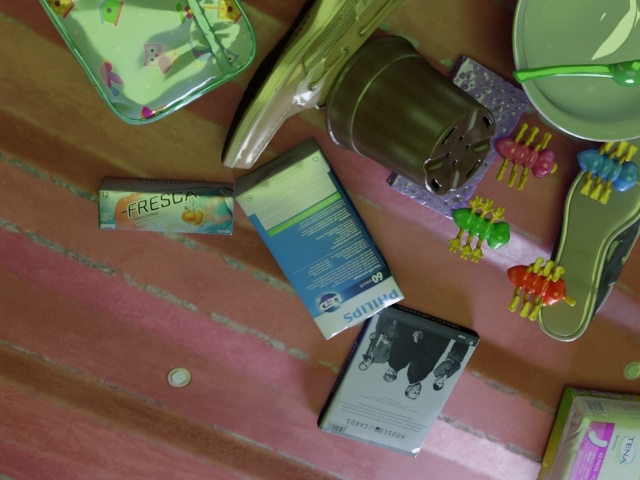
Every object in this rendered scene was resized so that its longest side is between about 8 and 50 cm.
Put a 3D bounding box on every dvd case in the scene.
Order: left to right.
[{"bbox_3d":[0.121,0.222,1.340,0.179,0.029,0.238,20,109,-15],"label":"dvd case"}]

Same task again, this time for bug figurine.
[{"bbox_3d":[0.312,-0.040,1.189,0.216,0.072,0.279,28,106,-1],"label":"bug figurine"}]

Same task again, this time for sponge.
[{"bbox_3d":[0.195,-0.142,1.199,0.117,0.031,0.210,25,106,-17],"label":"sponge"}]

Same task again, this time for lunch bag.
[{"bbox_3d":[-0.214,-0.303,1.039,0.224,0.108,0.279,-26,113,4],"label":"lunch bag"}]

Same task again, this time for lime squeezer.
[{"bbox_3d":[0.392,-0.260,1.029,0.310,0.059,0.110,-39,80,10],"label":"lime squeezer"}]

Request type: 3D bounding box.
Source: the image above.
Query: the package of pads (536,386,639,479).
[{"bbox_3d":[0.493,0.399,1.421,0.229,0.101,0.296,7,112,-9],"label":"package of pads"}]

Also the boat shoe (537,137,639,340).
[{"bbox_3d":[0.411,-0.010,1.260,0.112,0.095,0.335,25,107,22],"label":"boat shoe"}]

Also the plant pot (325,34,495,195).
[{"bbox_3d":[0.121,-0.151,1.076,0.167,0.165,0.167,-30,141,-27],"label":"plant pot"}]

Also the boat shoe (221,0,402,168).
[{"bbox_3d":[-0.007,-0.221,1.092,0.110,0.121,0.341,32,104,-17],"label":"boat shoe"}]

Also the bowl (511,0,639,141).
[{"bbox_3d":[0.374,-0.290,1.106,0.298,0.134,0.298,-2,112,-6],"label":"bowl"}]

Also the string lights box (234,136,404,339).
[{"bbox_3d":[0.000,0.000,1.208,0.133,0.077,0.259,-29,113,5],"label":"string lights box"}]

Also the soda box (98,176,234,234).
[{"bbox_3d":[-0.211,-0.048,1.168,0.183,0.063,0.058,2,113,-8],"label":"soda box"}]
